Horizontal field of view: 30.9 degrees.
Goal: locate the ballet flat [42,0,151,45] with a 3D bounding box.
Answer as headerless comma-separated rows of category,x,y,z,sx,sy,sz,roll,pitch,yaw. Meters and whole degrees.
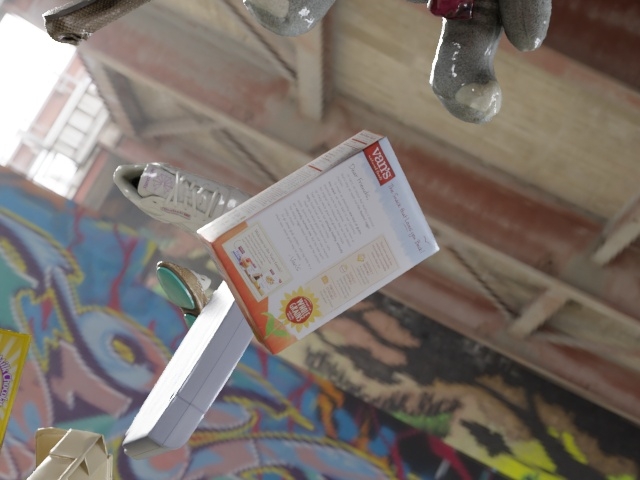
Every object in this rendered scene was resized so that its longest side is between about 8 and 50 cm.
ballet flat,-0.275,-0.338,1.651,0.084,0.250,0.058,17,-50,58

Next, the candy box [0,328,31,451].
candy box,-0.469,0.215,1.571,0.105,0.206,0.027,14,-26,-10

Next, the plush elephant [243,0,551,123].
plush elephant,0.129,-0.294,1.027,0.272,0.330,0.255,31,-5,-6

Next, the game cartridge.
game cartridge,-0.161,0.165,1.590,0.060,0.294,0.196,34,-25,-8

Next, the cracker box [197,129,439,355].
cracker box,0.000,0.000,1.305,0.156,0.232,0.067,63,-12,-21

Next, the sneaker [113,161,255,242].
sneaker,-0.235,-0.064,2.028,0.305,0.114,0.152,15,-10,30

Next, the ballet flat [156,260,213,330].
ballet flat,-0.200,0.096,1.868,0.073,0.067,0.206,14,-40,38

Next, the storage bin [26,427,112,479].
storage bin,-0.388,0.422,1.562,0.123,0.260,0.262,8,19,11
